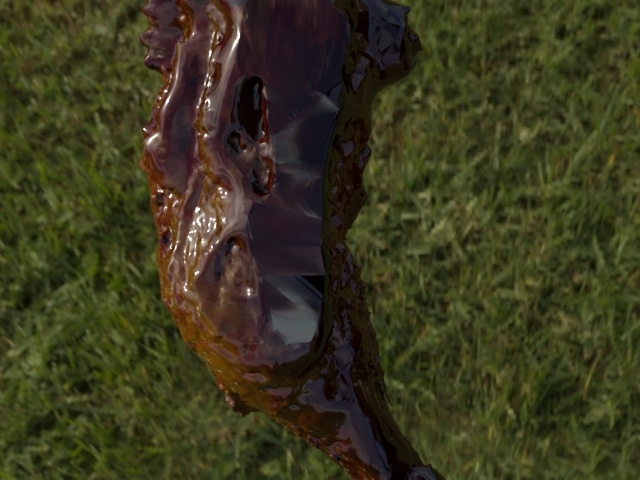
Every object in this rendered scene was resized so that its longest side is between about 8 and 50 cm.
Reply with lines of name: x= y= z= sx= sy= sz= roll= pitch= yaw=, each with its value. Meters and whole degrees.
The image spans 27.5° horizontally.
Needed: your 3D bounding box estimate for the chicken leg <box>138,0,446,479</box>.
chicken leg: x=-0.006 y=-0.001 z=0.394 sx=0.089 sy=0.048 sz=0.219 roll=-8 pitch=93 yaw=-9
